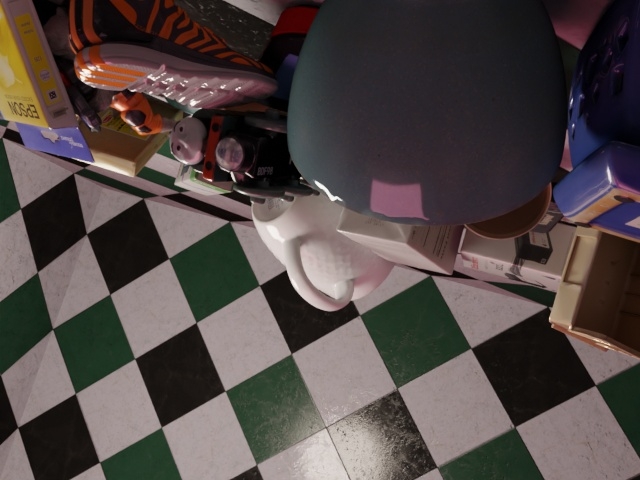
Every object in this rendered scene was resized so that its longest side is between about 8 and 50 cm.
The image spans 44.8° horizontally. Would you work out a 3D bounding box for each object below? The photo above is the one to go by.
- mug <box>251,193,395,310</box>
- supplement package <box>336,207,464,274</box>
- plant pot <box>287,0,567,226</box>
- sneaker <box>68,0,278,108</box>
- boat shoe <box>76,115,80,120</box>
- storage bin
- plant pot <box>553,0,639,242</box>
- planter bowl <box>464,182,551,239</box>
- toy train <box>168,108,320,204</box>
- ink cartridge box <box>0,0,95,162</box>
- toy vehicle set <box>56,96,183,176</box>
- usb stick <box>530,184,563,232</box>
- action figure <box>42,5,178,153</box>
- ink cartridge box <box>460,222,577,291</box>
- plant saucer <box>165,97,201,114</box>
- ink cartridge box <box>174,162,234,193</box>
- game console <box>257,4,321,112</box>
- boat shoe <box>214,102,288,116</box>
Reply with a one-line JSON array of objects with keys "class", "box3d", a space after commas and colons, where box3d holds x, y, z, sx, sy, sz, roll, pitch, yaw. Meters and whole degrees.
[{"class": "mug", "box3d": [0.000, 0.000, 1.907, 0.276, 0.374, 0.328, -27, 136, 31]}, {"class": "supplement package", "box3d": [0.195, -0.051, 1.754, 0.177, 0.175, 0.293, 12, 171, 30]}, {"class": "plant pot", "box3d": [0.107, -0.183, 0.757, 0.290, 0.290, 0.195, 15, 138, 16]}, {"class": "sneaker", "box3d": [-0.181, -0.282, 1.020, 0.124, 0.180, 0.321, -14, 170, 36]}, {"class": "boat shoe", "box3d": [-0.596, -0.369, 1.583, 0.116, 0.123, 0.324, -30, 134, 32]}, {"class": "storage bin", "box3d": [0.577, 0.078, 1.478, 0.260, 0.262, 0.123, 24, 173, -41]}, {"class": "plant pot", "box3d": [0.372, -0.106, 0.772, 0.235, 0.212, 0.236, 17, 172, 4]}, {"class": "planter bowl", "box3d": [0.307, -0.093, 1.332, 0.162, 0.162, 0.109, 17, -161, 3]}, {"class": "toy train", "box3d": [-0.088, -0.144, 1.224, 0.190, 0.142, 0.334, 16, -166, 26]}, {"class": "ink cartridge box", "box3d": [-0.548, -0.284, 1.385, 0.072, 0.307, 0.303, -30, -151, -35]}, {"class": "toy vehicle set", "box3d": [-0.412, -0.232, 1.627, 0.165, 0.035, 0.267, 18, -145, 3]}, {"class": "usb stick", "box3d": [0.457, -0.060, 1.577, 0.077, 0.045, 0.278, 17, 173, 9]}, {"class": "action figure", "box3d": [-0.418, -0.327, 1.462, 0.341, 0.178, 0.330, 47, 180, 26]}, {"class": "ink cartridge box", "box3d": [0.493, 0.027, 1.815, 0.307, 0.129, 0.223, 16, 173, 15]}, {"class": "plant saucer", "box3d": [-0.271, -0.292, 1.659, 0.119, 0.021, 0.119, 16, 173, 2]}, {"class": "ink cartridge box", "box3d": [-0.236, -0.185, 1.686, 0.093, 0.154, 0.212, 18, 175, -20]}, {"class": "game console", "box3d": [0.067, -0.228, 1.193, 0.341, 0.060, 0.386, 19, 173, -12]}, {"class": "boat shoe", "box3d": [-0.061, -0.222, 1.421, 0.302, 0.109, 0.098, 20, 142, -4]}]
